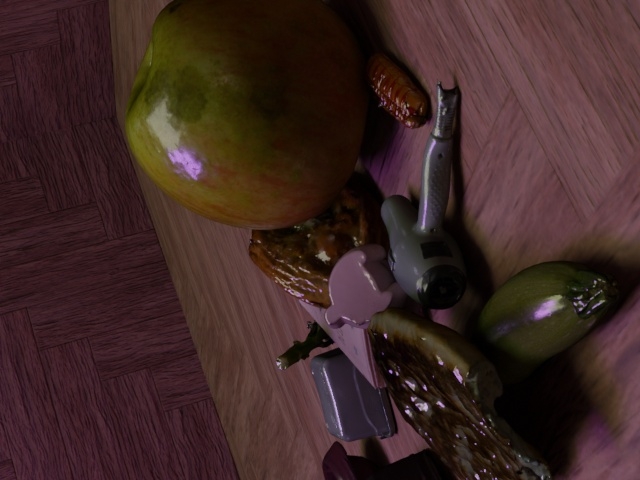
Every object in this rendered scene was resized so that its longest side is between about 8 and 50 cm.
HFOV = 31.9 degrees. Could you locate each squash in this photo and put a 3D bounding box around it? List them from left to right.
[{"bbox_3d":[0.214,0.074,1.111,0.341,0.094,0.094,112,140,-69],"label":"squash"}]

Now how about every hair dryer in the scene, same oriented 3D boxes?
[{"bbox_3d":[0.123,-0.064,1.368,0.229,0.092,0.267,-144,55,-75],"label":"hair dryer"}]

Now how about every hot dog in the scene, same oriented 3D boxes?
[{"bbox_3d":[0.000,0.000,1.638,0.122,0.196,0.272,55,176,-28],"label":"hot dog"},{"bbox_3d":[0.091,-0.182,1.380,0.144,0.038,0.062,-123,23,-47],"label":"hot dog"}]

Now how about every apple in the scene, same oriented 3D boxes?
[{"bbox_3d":[-0.101,-0.180,1.506,0.339,0.339,0.339,165,90,-75],"label":"apple"}]

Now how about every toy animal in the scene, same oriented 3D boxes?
[{"bbox_3d":[0.086,0.072,1.483,0.212,0.124,0.124,21,-134,-65],"label":"toy animal"}]

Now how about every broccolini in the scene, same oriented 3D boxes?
[{"bbox_3d":[-0.023,0.163,1.843,0.067,0.216,0.058,-31,85,29],"label":"broccolini"}]

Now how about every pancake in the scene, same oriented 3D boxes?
[{"bbox_3d":[0.162,0.193,1.292,0.305,0.067,0.427,47,166,25],"label":"pancake"}]

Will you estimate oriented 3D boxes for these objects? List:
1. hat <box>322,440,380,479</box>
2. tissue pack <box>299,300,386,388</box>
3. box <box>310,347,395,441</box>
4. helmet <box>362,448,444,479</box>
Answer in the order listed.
[{"bbox_3d":[0.074,0.444,1.957,0.205,0.089,0.205,160,90,-77],"label":"hat"},{"bbox_3d":[0.037,0.086,1.771,0.325,0.071,0.170,-136,34,-60],"label":"tissue pack"},{"bbox_3d":[0.048,0.251,1.847,0.124,0.093,0.172,165,90,-75],"label":"box"},{"bbox_3d":[0.116,0.468,1.673,0.225,0.177,0.305,-126,27,-48],"label":"helmet"}]
